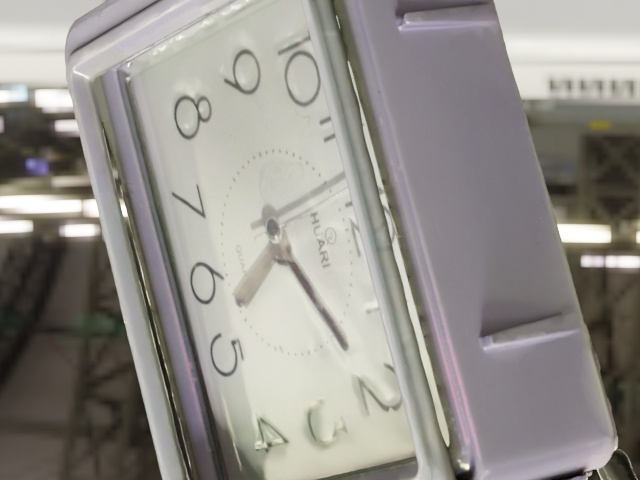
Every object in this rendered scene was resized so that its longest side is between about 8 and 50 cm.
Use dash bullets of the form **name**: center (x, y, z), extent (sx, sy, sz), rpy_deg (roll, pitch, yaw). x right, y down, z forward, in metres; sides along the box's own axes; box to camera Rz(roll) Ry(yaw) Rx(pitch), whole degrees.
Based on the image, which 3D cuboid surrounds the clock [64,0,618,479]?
- **clock**: center (0.001, 0.000, 0.633), extent (0.073, 0.193, 0.144), rpy_deg (-10, 173, -39)

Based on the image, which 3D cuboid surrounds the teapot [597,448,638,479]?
- **teapot**: center (0.319, 0.092, 1.000), extent (0.305, 0.285, 0.223), rpy_deg (-6, 147, -17)
